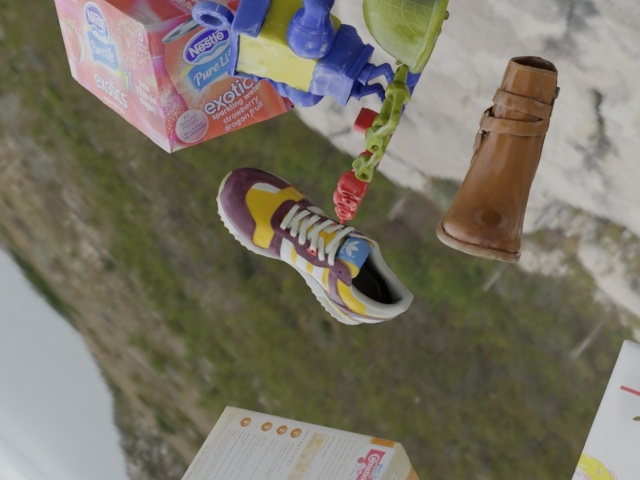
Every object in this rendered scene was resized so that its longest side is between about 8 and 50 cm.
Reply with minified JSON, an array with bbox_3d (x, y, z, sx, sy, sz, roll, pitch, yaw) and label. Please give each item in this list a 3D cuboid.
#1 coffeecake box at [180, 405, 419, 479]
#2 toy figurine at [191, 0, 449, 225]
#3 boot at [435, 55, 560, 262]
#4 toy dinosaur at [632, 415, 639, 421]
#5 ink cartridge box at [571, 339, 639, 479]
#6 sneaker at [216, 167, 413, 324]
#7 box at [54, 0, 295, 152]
[{"bbox_3d":[-0.029,0.230,1.075,0.185,0.142,0.068,7,139,34],"label":"coffeecake box"},{"bbox_3d":[-0.024,-0.157,1.123,0.217,0.191,0.362,25,166,1],"label":"toy figurine"},{"bbox_3d":[0.231,-0.102,1.525,0.109,0.220,0.283,21,-159,11],"label":"boot"},{"bbox_3d":[0.350,0.119,0.907,0.064,0.211,0.112,-8,-117,-59],"label":"toy dinosaur"},{"bbox_3d":[0.319,0.215,1.031,0.119,0.353,0.207,22,177,-36],"label":"ink cartridge box"},{"bbox_3d":[0.000,0.000,1.045,0.185,0.069,0.084,39,155,-22],"label":"sneaker"},{"bbox_3d":[-0.169,-0.225,1.380,0.300,0.154,0.142,38,142,52],"label":"box"}]
